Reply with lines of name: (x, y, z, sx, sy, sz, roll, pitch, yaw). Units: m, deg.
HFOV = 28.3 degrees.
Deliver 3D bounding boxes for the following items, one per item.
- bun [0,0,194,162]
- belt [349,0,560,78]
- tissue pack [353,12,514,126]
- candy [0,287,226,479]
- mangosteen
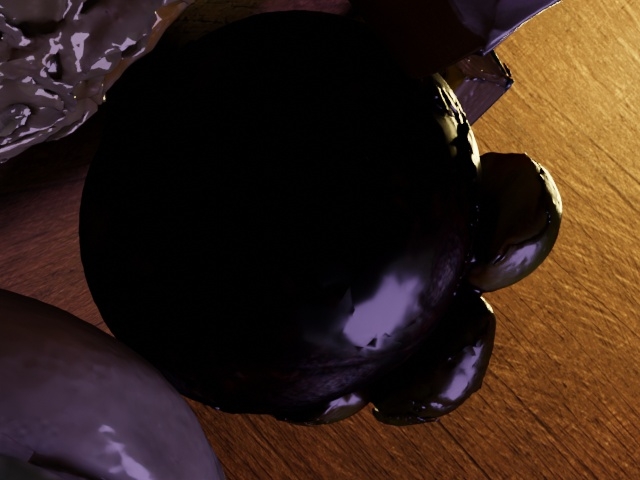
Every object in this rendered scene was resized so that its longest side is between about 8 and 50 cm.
bun: (-0.141, -0.126, 0.596, 0.287, 0.146, 0.287, -39, 176, -3)
belt: (0.133, -0.252, 1.025, 0.217, 0.122, 0.338, -31, -165, 36)
tissue pack: (0.090, -0.193, 1.629, 0.134, 0.192, 0.271, -4, 148, -47)
candy: (-0.257, 0.145, 1.049, 0.427, 0.386, 0.186, 109, -4, -69)
mangosteen: (-0.003, -0.009, 1.145, 0.381, 0.421, 0.381, -61, 179, -2)
